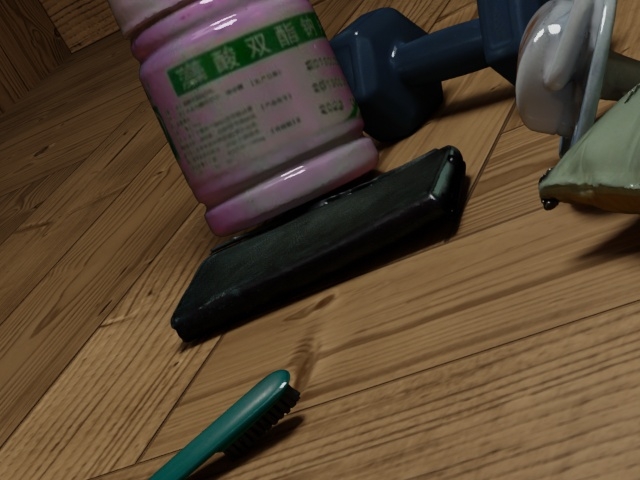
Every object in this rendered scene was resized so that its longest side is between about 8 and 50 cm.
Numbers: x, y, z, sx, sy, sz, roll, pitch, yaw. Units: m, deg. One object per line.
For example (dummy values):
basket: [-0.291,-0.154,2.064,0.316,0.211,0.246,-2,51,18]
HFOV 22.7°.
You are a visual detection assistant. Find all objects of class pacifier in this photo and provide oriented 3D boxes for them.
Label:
pacifier: [0.283,-0.156,1.431,0.207,0.227,0.279,14,20,3]

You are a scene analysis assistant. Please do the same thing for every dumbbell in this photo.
dumbbell: [0.157,-0.216,1.805,0.325,0.160,0.144,-11,54,46]

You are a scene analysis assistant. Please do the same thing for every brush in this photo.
brush: [-0.092,0.178,1.304,0.193,0.032,0.043,-42,21,2]

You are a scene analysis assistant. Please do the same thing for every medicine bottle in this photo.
medicine bottle: [-0.090,-0.189,1.773,0.212,0.325,0.212,-24,3,1]

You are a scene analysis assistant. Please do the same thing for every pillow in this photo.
pillow: [0.356,-0.109,1.209,0.312,0.119,0.310,-37,14,-19]

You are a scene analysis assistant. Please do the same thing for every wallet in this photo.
wallet: [0.000,0.000,1.619,0.318,0.045,0.172,-25,19,20]
